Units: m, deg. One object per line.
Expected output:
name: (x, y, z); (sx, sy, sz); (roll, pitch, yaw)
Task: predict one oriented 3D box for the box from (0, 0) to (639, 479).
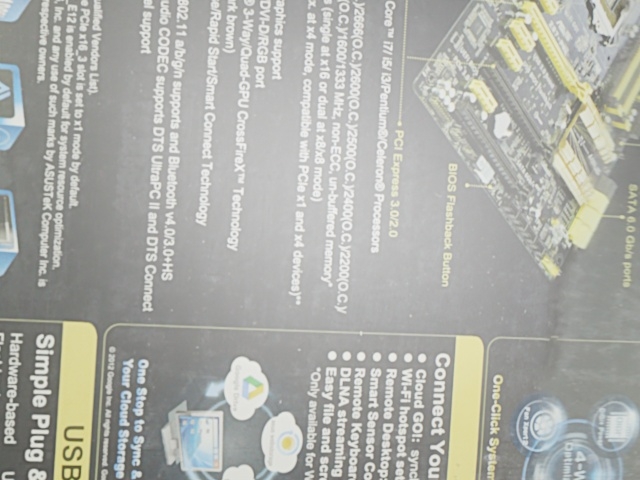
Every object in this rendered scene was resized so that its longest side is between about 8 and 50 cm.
box: (-0.018, 0.056, 0.453); (0.318, 0.395, 0.097); (3, 2, -20)
